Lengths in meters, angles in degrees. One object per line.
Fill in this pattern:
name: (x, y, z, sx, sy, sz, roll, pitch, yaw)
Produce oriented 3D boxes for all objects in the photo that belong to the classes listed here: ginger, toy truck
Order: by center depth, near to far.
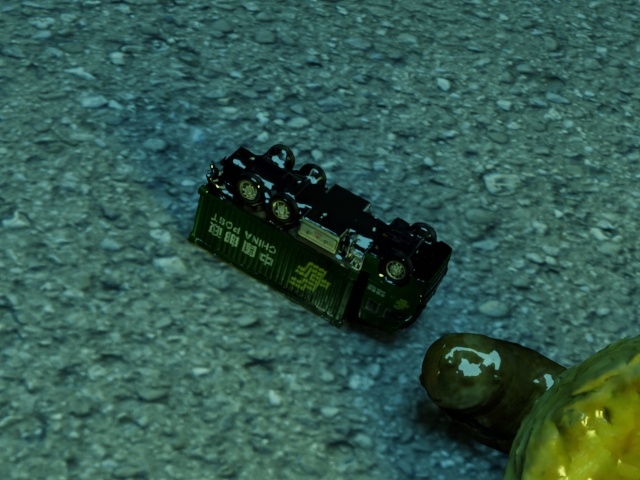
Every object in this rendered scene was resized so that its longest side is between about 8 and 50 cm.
ginger: (0.235, 0.187, 1.291, 0.309, 0.107, 0.133, 33, 30, 11)
toy truck: (0.000, 0.000, 1.394, 0.259, 0.121, 0.088, 29, 42, 13)

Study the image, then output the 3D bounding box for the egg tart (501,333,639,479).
egg tart: (0.321, 0.250, 1.094, 0.169, 0.388, 0.388, 9, 35, -51)
